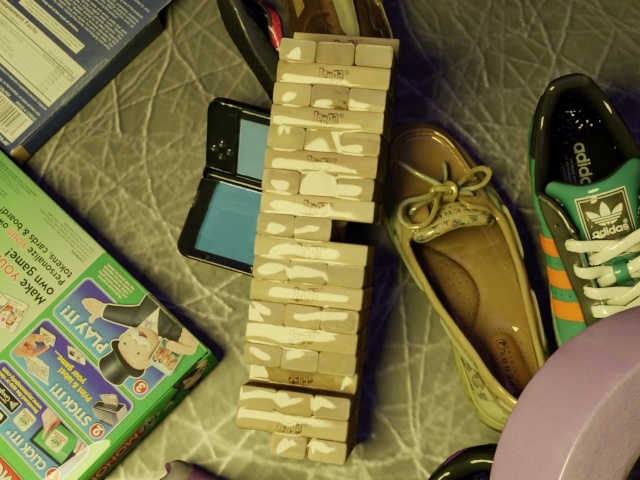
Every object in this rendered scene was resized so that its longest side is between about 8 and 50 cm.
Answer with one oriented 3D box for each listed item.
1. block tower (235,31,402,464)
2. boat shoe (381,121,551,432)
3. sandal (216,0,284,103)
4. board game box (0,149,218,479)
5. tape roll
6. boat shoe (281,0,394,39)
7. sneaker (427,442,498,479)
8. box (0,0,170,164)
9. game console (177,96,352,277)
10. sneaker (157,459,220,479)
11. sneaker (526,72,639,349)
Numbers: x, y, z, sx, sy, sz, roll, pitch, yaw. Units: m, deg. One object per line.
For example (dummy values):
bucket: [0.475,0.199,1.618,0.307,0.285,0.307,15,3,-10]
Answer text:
block tower: [0.000,0.000,0.890,0.091,0.097,0.335,6,90,7]
boat shoe: [0.125,0.017,0.928,0.105,0.089,0.285,-23,72,-3]
sandal: [-0.049,-0.179,1.020,0.040,0.067,0.179,-28,80,-11]
board game box: [-0.274,0.070,0.959,0.317,0.046,0.213,42,80,17]
tape roll: [0.258,0.183,0.772,0.275,0.090,0.274,-2,97,-17]
boat shoe: [0.012,-0.247,1.033,0.095,0.095,0.257,5,62,-31]
sneaker: [0.061,0.270,0.825,0.102,0.146,0.293,31,77,13]
box: [-0.248,-0.194,1.050,0.136,0.036,0.225,42,81,14]
game console: [-0.043,-0.039,0.962,0.144,0.124,0.085,16,44,9]
sneaker: [-0.150,0.247,0.850,0.105,0.095,0.236,34,43,25]
sneaker: [0.219,0.011,0.865,0.108,0.121,0.302,-17,67,8]
